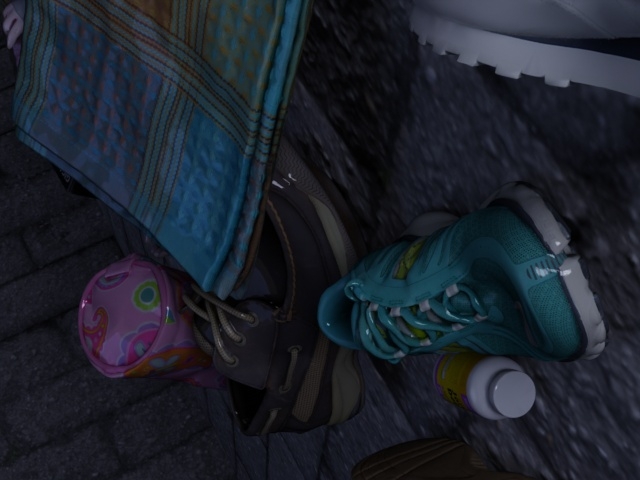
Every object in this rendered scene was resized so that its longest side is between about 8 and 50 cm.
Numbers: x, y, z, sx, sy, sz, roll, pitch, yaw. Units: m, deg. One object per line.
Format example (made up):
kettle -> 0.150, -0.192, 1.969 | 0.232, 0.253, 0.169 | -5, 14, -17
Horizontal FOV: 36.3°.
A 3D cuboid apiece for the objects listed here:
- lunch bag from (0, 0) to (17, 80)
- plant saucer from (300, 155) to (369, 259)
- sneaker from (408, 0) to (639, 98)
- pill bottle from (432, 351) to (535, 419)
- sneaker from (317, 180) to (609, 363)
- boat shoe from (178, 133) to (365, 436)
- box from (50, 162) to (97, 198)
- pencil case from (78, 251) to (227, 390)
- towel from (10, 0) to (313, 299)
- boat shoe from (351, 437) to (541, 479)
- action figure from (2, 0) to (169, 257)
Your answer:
lunch bag -> -0.330, -0.211, 1.420 | 0.287, 0.169, 0.235 | 51, 157, 19
plant saucer -> 0.000, 0.000, 0.895 | 0.198, 0.036, 0.198 | 56, 161, 31
sneaker -> 0.108, -0.103, 0.338 | 0.235, 0.090, 0.094 | 28, 128, 59
pill bottle -> 0.111, 0.097, 0.663 | 0.043, 0.043, 0.083 | 68, 164, -8
sneaker -> 0.074, 0.039, 0.577 | 0.107, 0.110, 0.275 | 66, 164, -1
boat shoe -> -0.042, 0.065, 0.817 | 0.132, 0.130, 0.355 | 51, 159, 40
box -> -0.218, -0.101, 1.157 | 0.175, 0.220, 0.051 | 50, 118, 42
pencil case -> -0.106, 0.090, 0.987 | 0.284, 0.124, 0.124 | 17, -147, -53
towel -> -0.116, -0.168, 0.663 | 0.271, 0.040, 0.370 | 37, 131, 26
boat shoe -> 0.109, 0.223, 0.758 | 0.285, 0.103, 0.092 | -2, 107, 67
action figure -> -0.147, -0.169, 0.929 | 0.370, 0.276, 0.248 | 21, 142, 41
